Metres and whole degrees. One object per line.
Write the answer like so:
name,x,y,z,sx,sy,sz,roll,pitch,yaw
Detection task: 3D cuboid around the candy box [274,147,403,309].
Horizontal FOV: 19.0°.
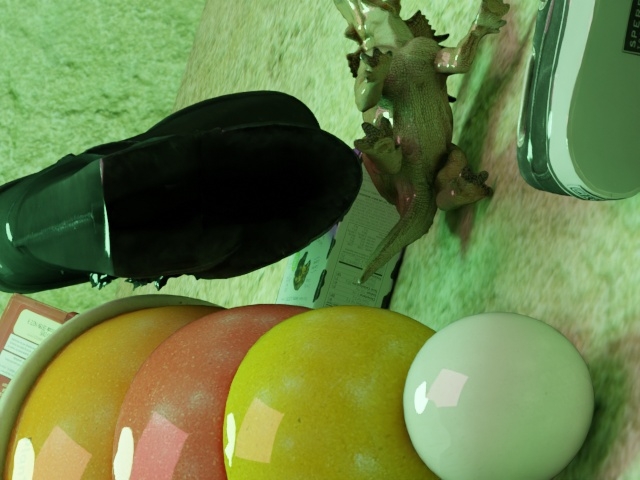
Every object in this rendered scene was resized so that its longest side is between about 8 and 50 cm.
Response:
candy box,0.020,0.019,1.811,0.165,0.070,0.196,173,114,-76

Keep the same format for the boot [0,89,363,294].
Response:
boot,-0.082,-0.055,1.611,0.146,0.367,0.445,67,158,-3

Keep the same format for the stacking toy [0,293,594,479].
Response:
stacking toy,0.009,0.163,1.330,0.480,0.351,0.350,-23,48,50

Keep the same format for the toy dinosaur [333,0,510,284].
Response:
toy dinosaur,0.076,-0.098,1.643,0.200,0.127,0.295,130,143,-76

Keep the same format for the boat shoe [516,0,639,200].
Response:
boat shoe,0.193,-0.177,1.247,0.105,0.113,0.306,10,92,63

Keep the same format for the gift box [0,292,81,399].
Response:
gift box,-0.154,0.196,1.694,0.255,0.258,0.276,24,82,44
